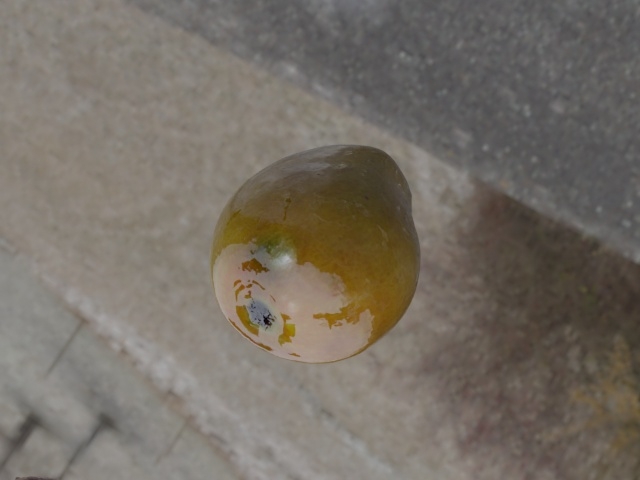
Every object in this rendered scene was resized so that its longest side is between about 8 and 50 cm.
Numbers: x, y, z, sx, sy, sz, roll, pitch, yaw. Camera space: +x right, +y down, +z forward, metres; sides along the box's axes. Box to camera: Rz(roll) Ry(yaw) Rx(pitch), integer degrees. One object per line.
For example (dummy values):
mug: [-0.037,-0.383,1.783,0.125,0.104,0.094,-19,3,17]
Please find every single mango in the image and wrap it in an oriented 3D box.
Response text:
mango: [0.000,0.000,1.487,0.211,0.317,0.173,-3,118,13]

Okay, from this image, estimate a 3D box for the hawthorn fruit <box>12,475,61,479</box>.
hawthorn fruit: [-0.370,0.409,1.908,0.224,0.261,0.224,-7,142,-5]
